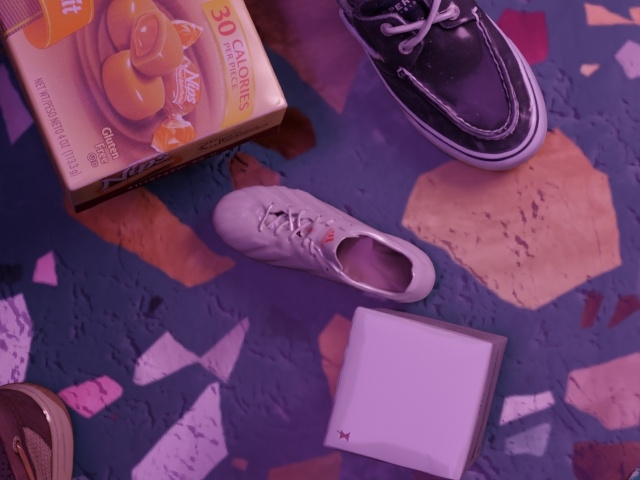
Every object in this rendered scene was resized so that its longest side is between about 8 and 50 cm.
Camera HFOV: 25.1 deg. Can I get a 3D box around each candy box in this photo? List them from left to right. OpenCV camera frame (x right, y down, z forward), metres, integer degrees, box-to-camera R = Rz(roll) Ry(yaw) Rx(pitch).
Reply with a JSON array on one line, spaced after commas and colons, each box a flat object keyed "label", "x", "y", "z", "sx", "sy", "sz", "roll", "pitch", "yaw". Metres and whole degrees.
[{"label": "candy box", "x": -0.172, "y": -0.204, "z": 1.138, "sx": 0.182, "sy": 0.087, "sz": 0.317, "roll": -22, "pitch": 82, "yaw": -11}]

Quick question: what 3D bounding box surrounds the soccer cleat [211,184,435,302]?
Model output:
[{"label": "soccer cleat", "x": 0.000, "y": 0.000, "z": 1.172, "sx": 0.196, "sy": 0.076, "sz": 0.068, "roll": 19, "pitch": 91, "yaw": 12}]

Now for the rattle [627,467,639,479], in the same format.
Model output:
[{"label": "rattle", "x": 0.196, "y": 0.250, "z": 1.095, "sx": 0.199, "sy": 0.143, "sz": 0.130, "roll": -28, "pitch": 64, "yaw": 15}]

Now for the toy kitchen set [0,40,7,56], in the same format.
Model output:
[{"label": "toy kitchen set", "x": -0.237, "y": -0.134, "z": 1.202, "sx": 0.207, "sy": 0.122, "sz": 0.166, "roll": -27, "pitch": 83, "yaw": 9}]

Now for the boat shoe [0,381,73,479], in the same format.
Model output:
[{"label": "boat shoe", "x": -0.265, "y": 0.291, "z": 1.186, "sx": 0.123, "sy": 0.123, "sz": 0.342, "roll": 1, "pitch": 87, "yaw": 11}]

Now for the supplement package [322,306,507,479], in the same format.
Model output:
[{"label": "supplement package", "x": 0.077, "y": 0.113, "z": 1.099, "sx": 0.105, "sy": 0.179, "sz": 0.105, "roll": 14, "pitch": 91, "yaw": 11}]

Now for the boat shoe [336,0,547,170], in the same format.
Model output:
[{"label": "boat shoe", "x": 0.072, "y": -0.186, "z": 1.154, "sx": 0.108, "sy": 0.102, "sz": 0.301, "roll": -34, "pitch": 81, "yaw": 8}]
